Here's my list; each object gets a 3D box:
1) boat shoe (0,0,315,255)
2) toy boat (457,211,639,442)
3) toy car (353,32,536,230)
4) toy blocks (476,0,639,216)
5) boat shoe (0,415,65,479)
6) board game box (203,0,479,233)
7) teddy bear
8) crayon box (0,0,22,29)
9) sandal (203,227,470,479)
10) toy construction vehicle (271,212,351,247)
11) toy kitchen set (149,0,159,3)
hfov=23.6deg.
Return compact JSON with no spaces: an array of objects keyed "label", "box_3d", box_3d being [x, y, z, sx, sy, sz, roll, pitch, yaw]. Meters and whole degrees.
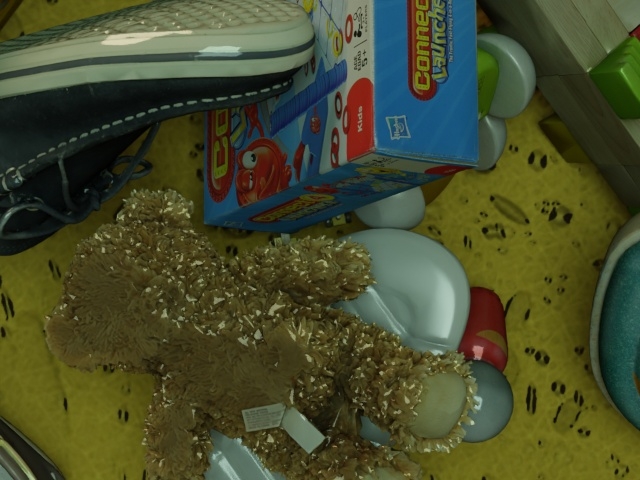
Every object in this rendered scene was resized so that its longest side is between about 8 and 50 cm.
[{"label":"boat shoe","box_3d":[-0.215,-0.079,1.181,0.500,0.187,0.156,-12,103,28]},{"label":"toy boat","box_3d":[0.252,0.096,1.257,0.318,0.148,0.267,-5,130,13]},{"label":"toy car","box_3d":[0.078,-0.109,1.272,0.136,0.182,0.159,44,58,15]},{"label":"toy blocks","box_3d":[0.287,-0.219,1.275,0.261,0.191,0.381,-42,106,-12]},{"label":"boat shoe","box_3d":[-0.350,0.146,1.268,0.324,0.097,0.116,39,86,-1]},{"label":"board game box","box_3d":[0.006,-0.181,1.182,0.086,0.302,0.308,5,79,-26]},{"label":"teddy bear","box_3d":[-0.043,0.099,1.202,0.338,0.113,0.245,13,101,9]},{"label":"crayon box","box_3d":[-0.228,-0.331,1.188,0.106,0.313,0.363,36,86,2]},{"label":"sandal","box_3d":[-0.028,0.161,1.294,0.169,0.102,0.416,39,99,13]},{"label":"toy construction vehicle","box_3d":[0.000,0.000,1.327,0.086,0.035,0.098,-8,88,-4]},{"label":"toy kitchen set","box_3d":[-0.136,-0.187,1.334,0.083,0.075,0.068,-10,130,27]}]
